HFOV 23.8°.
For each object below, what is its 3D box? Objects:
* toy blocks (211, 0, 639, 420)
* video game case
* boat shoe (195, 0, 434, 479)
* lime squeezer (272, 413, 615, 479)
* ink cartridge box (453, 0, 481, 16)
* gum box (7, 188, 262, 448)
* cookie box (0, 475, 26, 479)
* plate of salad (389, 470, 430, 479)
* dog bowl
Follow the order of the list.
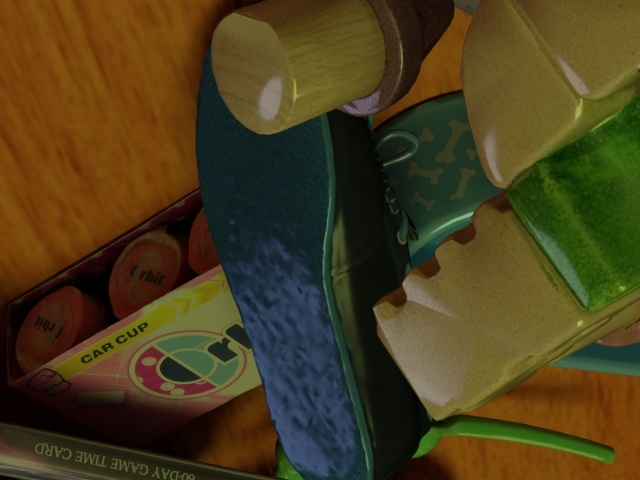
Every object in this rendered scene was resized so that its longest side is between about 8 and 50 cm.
[{"bbox_3d":[0.165,-0.068,0.462,0.260,0.309,0.288,-25,166,-37],"label":"toy blocks"},{"bbox_3d":[-0.164,0.136,0.935,0.274,0.026,0.196,18,165,-29],"label":"video game case"},{"bbox_3d":[0.000,0.000,0.785,0.109,0.089,0.258,8,113,39],"label":"boat shoe"},{"bbox_3d":[0.041,0.153,1.018,0.310,0.109,0.059,-20,171,-6],"label":"lime squeezer"},{"bbox_3d":[0.089,-0.192,0.559,0.233,0.168,0.171,22,130,-33],"label":"ink cartridge box"},{"bbox_3d":[-0.077,0.043,0.888,0.188,0.062,0.107,-29,137,22],"label":"gum box"},{"bbox_3d":[-0.246,0.197,1.053,0.107,0.040,0.091,-1,140,-12],"label":"cookie box"},{"bbox_3d":[0.008,0.219,1.132,0.200,0.048,0.200,-13,149,-8],"label":"plate of salad"},{"bbox_3d":[0.153,0.007,0.887,0.297,0.074,0.166,9,137,-21],"label":"dog bowl"}]
